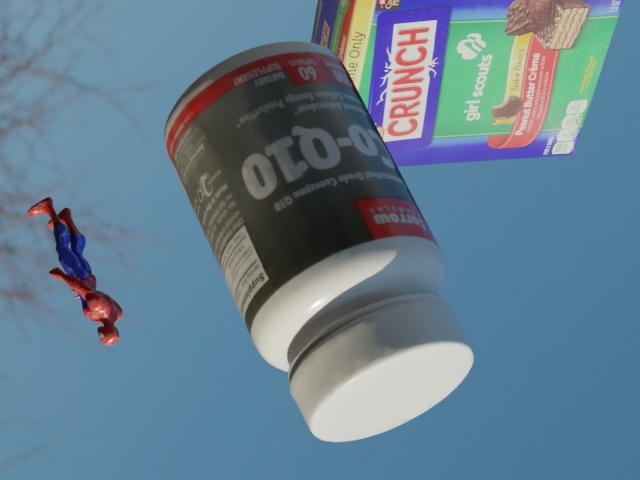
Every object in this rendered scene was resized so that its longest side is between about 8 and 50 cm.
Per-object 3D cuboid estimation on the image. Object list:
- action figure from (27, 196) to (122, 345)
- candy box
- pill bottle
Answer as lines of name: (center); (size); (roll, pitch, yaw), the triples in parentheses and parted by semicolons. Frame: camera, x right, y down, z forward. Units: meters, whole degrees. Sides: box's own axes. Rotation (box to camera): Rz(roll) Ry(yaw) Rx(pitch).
action figure: (-0.158, 0.024, 1.192); (0.030, 0.038, 0.115); (-38, -123, 5)
candy box: (0.155, -0.220, 2.042); (0.268, 0.317, 0.122); (102, -21, -43)
pill bottle: (0.000, 0.000, 1.412); (0.161, 0.161, 0.283); (-40, -119, 26)
